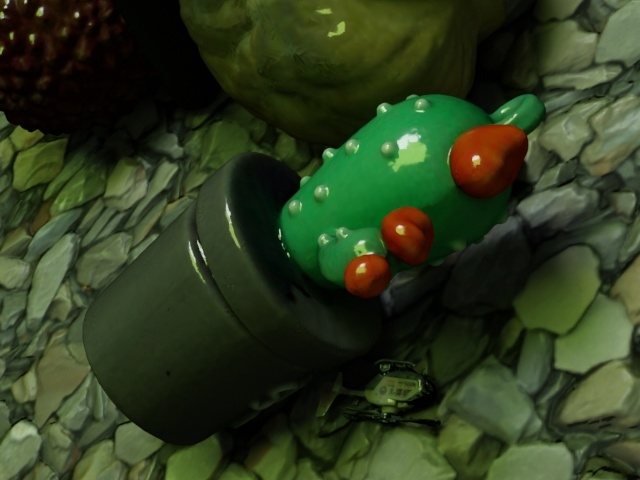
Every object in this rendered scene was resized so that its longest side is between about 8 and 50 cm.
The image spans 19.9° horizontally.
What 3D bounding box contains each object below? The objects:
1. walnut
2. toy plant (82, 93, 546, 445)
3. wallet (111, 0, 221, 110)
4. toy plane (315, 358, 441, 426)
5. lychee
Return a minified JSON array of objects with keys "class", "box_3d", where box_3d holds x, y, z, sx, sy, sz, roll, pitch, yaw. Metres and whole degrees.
[{"class":"walnut","box_3d":[0.021,-0.223,1.545,0.277,0.253,0.282,15,65,45]},{"class":"toy plant","box_3d":[0.007,-0.001,1.413,0.400,0.279,0.185,-36,72,26]},{"class":"wallet","box_3d":[-0.118,-0.291,1.633,0.062,0.406,0.228,26,76,20]},{"class":"toy plane","box_3d":[0.047,0.118,1.407,0.121,0.031,0.049,2,67,40]},{"class":"lychee","box_3d":[-0.255,-0.249,1.811,0.264,0.264,0.300,-4,72,40]}]
